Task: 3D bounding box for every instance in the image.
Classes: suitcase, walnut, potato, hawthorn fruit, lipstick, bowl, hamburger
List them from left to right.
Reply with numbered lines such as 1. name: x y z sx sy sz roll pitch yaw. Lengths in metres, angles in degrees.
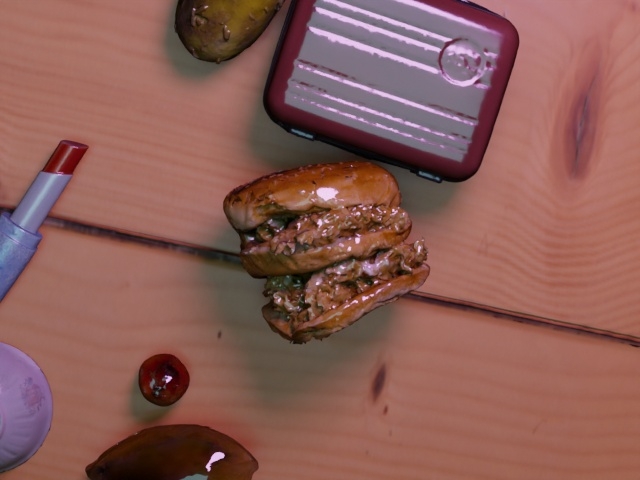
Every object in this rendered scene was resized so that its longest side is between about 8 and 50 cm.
1. bowl: -0.459 0.233 1.917 0.189 0.086 0.189 0 97 0
2. lipstick: -0.395 -0.019 1.898 0.068 0.061 0.274 33 96 -3
3. hawthorn fruit: -0.210 0.188 1.923 0.077 0.077 0.077 0 97 -1
4. walnut: -0.203 0.316 1.913 0.245 0.137 0.137 -12 97 1
5. potato: -0.099 -0.339 1.827 0.113 0.149 0.251 17 115 -38
6. hamburger: 0.009 0.007 1.809 0.245 0.260 0.211 -14 96 24
7. suitcase: 0.090 -0.217 1.833 0.297 0.161 0.236 18 95 -3
